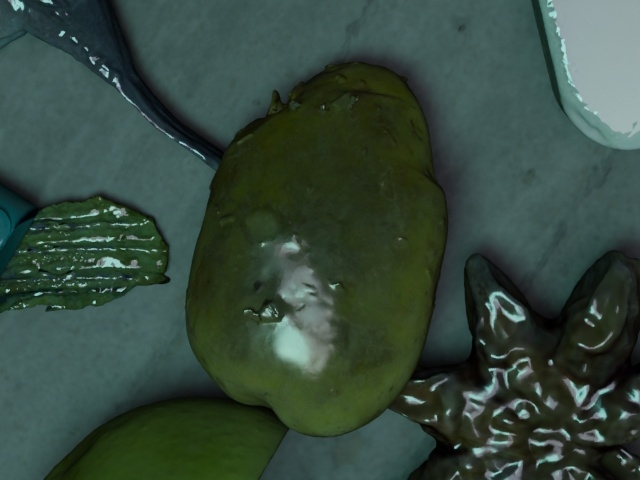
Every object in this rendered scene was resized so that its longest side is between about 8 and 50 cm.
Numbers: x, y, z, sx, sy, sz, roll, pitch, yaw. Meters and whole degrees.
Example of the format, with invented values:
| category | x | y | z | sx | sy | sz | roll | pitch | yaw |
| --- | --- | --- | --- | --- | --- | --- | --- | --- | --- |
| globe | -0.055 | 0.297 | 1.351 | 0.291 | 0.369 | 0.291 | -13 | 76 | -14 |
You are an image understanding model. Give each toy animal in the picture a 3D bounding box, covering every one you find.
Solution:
| category | x | y | z | sx | sy | sz | roll | pitch | yaw |
| --- | --- | --- | --- | --- | --- | --- | --- | --- | --- |
| toy animal | -0.230 | -0.185 | 1.435 | 0.206 | 0.081 | 0.367 | -22 | 101 | 7 |

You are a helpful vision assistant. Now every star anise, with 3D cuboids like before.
| category | x | y | z | sx | sy | sz | roll | pitch | yaw |
| --- | --- | --- | --- | --- | --- | --- | --- | --- | --- |
| star anise | 0.188 | 0.156 | 1.450 | 0.315 | 0.108 | 0.315 | 0 | 92 | 7 |

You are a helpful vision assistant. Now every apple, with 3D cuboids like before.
| category | x | y | z | sx | sy | sz | roll | pitch | yaw |
| --- | --- | --- | --- | --- | --- | --- | --- | --- | --- |
| apple | -0.096 | 0.267 | 1.408 | 0.292 | 0.254 | 0.291 | 2 | 103 | 9 |

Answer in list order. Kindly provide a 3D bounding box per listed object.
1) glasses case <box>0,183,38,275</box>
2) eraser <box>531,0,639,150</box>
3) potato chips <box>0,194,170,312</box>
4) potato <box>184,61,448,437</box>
| category | x | y | z | sx | sy | sz | roll | pitch | yaw |
| --- | --- | --- | --- | --- | --- | --- | --- | --- | --- |
| glasses case | -0.383 | -0.055 | 1.454 | 0.301 | 0.070 | 0.117 | 31 | 98 | 5 |
| eraser | 0.295 | -0.257 | 1.365 | 0.331 | 0.150 | 0.331 | 0 | 98 | 1 |
| potato chips | -0.227 | 0.015 | 1.490 | 0.208 | 0.028 | 0.091 | -8 | 99 | 3 |
| potato | 0.000 | 0.000 | 1.401 | 0.192 | 0.141 | 0.296 | 9 | 74 | 10 |
